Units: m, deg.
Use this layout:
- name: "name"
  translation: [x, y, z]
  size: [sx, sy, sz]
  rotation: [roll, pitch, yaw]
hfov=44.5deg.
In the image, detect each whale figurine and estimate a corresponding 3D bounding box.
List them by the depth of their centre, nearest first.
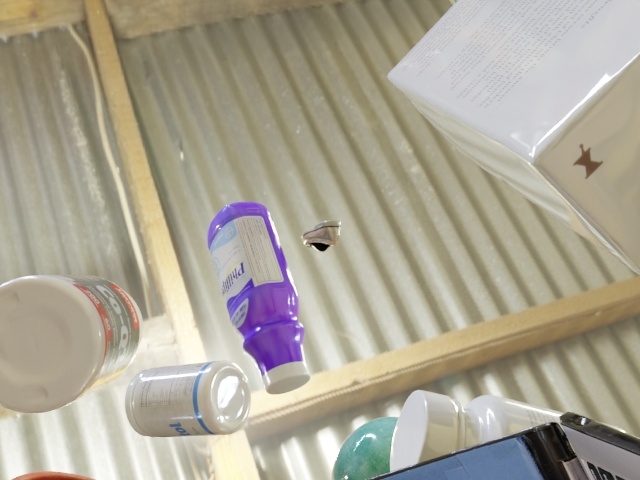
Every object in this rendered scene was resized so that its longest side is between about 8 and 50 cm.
- name: "whale figurine"
  translation: [0.137, 0.349, 1.077]
  size: [0.216, 0.141, 0.272]
  rotation: [-5, -151, -38]

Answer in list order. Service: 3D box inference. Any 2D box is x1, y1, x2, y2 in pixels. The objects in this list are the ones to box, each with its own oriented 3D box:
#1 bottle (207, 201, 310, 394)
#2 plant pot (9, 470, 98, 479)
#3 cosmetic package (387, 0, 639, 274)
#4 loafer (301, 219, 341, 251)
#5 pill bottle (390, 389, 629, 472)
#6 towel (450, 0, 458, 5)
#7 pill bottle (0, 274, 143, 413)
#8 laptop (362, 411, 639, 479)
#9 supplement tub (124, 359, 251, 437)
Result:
- name: "bottle"
  translation: [-0.088, 0.083, 1.143]
  size: [0.092, 0.118, 0.283]
  rotation: [-2, -122, -32]
- name: "plant pot"
  translation: [-0.335, 0.480, 0.972]
  size: [0.272, 0.272, 0.265]
  rotation: [30, -85, 11]
- name: "cosmetic package"
  translation: [0.253, -0.168, 0.816]
  size: [0.161, 0.453, 0.230]
  rotation: [41, -81, -21]
- name: "loafer"
  translation: [0.000, 0.000, 1.214]
  size: [0.045, 0.125, 0.039]
  rotation: [-1, -102, -17]
- name: "pill bottle"
  translation: [0.195, 0.230, 0.799]
  size: [0.229, 0.131, 0.131]
  rotation: [16, -123, -8]
- name: "towel"
  translation: [0.211, -0.510, 1.088]
  size: [0.038, 0.325, 0.248]
  rotation: [22, -106, 34]
- name: "pill bottle"
  translation: [-0.329, 0.124, 1.029]
  size: [0.161, 0.283, 0.161]
  rotation: [0, -92, 0]
- name: "laptop"
  translation: [0.152, 0.326, 0.435]
  size: [0.236, 0.408, 0.382]
  rotation: [-27, -90, -7]
- name: "supplement tub"
  translation: [-0.128, 0.154, 0.756]
  size: [0.107, 0.071, 0.071]
  rotation: [-12, -130, 32]
